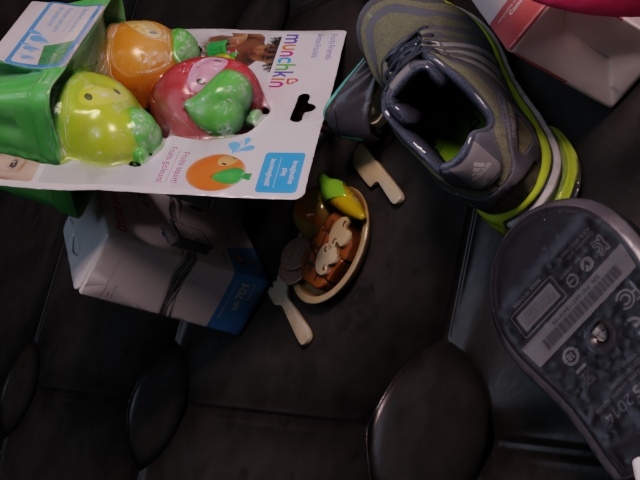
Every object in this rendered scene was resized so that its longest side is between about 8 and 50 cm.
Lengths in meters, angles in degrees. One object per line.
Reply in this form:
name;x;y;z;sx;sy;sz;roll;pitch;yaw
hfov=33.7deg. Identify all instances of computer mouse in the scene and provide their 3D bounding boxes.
computer mouse;0.203;0.089;0.662;0.188;0.072;0.272;-49;48;25

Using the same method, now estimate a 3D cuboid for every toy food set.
toy food set;0.000;0.000;1.048;0.192;0.039;0.132;-58;32;16

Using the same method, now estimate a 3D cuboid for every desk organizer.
desk organizer;-0.047;-0.102;1.178;0.130;0.047;0.050;-46;35;31

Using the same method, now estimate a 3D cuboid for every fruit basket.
fruit basket;-0.167;-0.154;1.086;0.353;0.165;0.327;-1;38;12

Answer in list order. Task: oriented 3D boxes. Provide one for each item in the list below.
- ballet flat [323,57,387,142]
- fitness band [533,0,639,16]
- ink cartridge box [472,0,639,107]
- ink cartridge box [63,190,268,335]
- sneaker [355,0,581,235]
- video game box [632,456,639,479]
ballet flat;0.081;-0.181;1.021;0.203;0.074;0.074;-58;32;4
fitness band;0.176;-0.241;0.766;0.290;0.209;0.054;-112;26;-48
ink cartridge box;0.173;-0.201;0.833;0.067;0.115;0.198;-52;35;26
ink cartridge box;-0.170;0.015;1.151;0.082;0.191;0.139;-58;32;21
sneaker;0.099;-0.130;0.871;0.111;0.121;0.300;-49;44;18
video game box;0.258;0.179;0.488;0.205;0.048;0.187;-22;59;40
